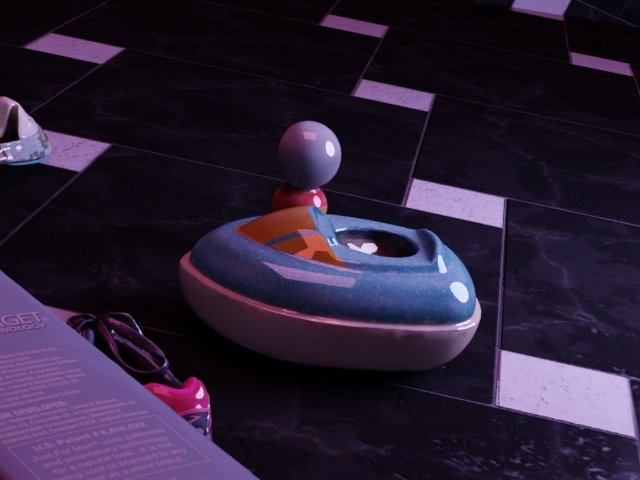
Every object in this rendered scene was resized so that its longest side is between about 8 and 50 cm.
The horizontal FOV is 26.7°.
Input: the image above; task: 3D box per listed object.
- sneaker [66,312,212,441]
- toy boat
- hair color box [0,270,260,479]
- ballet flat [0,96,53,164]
[{"bbox_3d":[-0.170,0.096,0.956,0.121,0.112,0.299,-10,28,-44],"label":"sneaker"},{"bbox_3d":[0.000,0.000,1.243,0.267,0.148,0.318,6,21,-13],"label":"toy boat"},{"bbox_3d":[-0.174,0.144,0.715,0.113,0.185,0.374,-9,28,-41],"label":"hair color box"},{"bbox_3d":[-0.364,-0.113,1.462,0.077,0.079,0.221,19,22,24],"label":"ballet flat"}]
